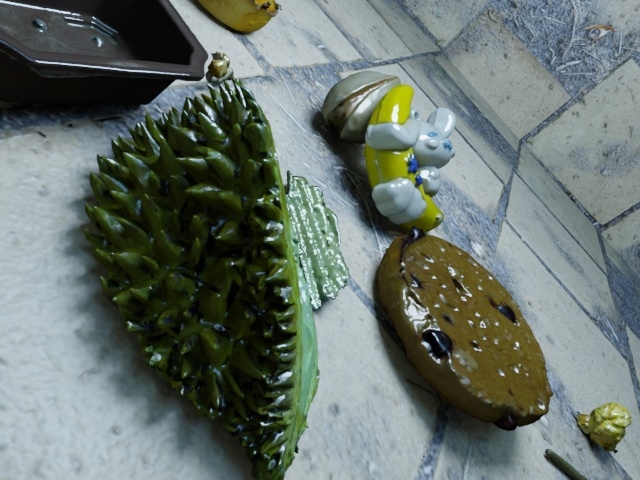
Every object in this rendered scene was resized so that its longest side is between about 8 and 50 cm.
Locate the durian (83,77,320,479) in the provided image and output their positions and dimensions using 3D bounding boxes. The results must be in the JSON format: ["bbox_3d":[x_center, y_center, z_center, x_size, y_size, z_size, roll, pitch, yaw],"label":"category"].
[{"bbox_3d":[-0.092,0.013,0.457,0.198,0.163,0.394,74,-3,-66],"label":"durian"}]

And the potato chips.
[{"bbox_3d":[0.000,0.000,0.617,0.092,0.028,0.207,19,41,-37],"label":"potato chips"}]

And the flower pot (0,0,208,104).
[{"bbox_3d":[-0.241,-0.198,0.481,0.179,0.084,0.251,55,33,8],"label":"flower pot"}]

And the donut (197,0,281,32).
[{"bbox_3d":[-0.139,-0.411,0.845,0.146,0.078,0.181,34,28,-24],"label":"donut"}]

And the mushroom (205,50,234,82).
[{"bbox_3d":[-0.117,-0.199,0.602,0.286,0.028,0.025,-118,-163,-73],"label":"mushroom"}]

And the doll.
[{"bbox_3d":[0.152,-0.134,0.817,0.252,0.111,0.237,9,76,-50],"label":"doll"}]

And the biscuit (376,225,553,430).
[{"bbox_3d":[0.189,0.114,0.682,0.296,0.075,0.296,27,37,-23],"label":"biscuit"}]

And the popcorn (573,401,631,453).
[{"bbox_3d":[0.461,0.298,0.835,0.084,0.084,0.084,32,36,-26],"label":"popcorn"}]

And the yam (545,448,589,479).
[{"bbox_3d":[0.354,0.325,0.718,0.107,0.014,0.014,39,33,-15],"label":"yam"}]

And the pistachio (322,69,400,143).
[{"bbox_3d":[0.072,-0.227,0.858,0.124,0.124,0.185,48,38,-1],"label":"pistachio"}]
